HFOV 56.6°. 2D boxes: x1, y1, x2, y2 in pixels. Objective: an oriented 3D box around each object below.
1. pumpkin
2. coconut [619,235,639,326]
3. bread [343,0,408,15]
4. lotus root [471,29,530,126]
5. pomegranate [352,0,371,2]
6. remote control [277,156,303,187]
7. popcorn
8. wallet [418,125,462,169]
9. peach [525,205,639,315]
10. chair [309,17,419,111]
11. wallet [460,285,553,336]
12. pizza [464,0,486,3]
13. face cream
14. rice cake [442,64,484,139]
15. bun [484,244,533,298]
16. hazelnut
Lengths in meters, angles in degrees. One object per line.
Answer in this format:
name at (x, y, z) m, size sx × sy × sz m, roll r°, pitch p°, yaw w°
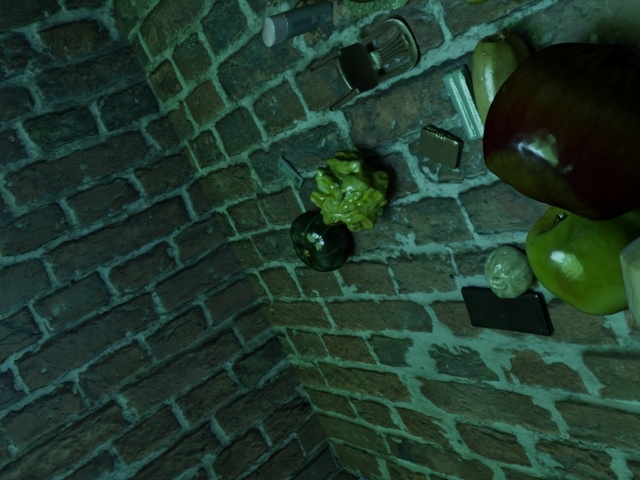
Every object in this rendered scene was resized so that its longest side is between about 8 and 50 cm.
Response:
pumpkin at (0.000, 0.000, 2.632) m, size 0.300 × 0.207 × 0.300 m, roll 32°, pitch 151°, yaw 20°
coconut at (0.822, 0.076, 1.315) m, size 0.328 × 0.328 × 0.329 m, roll 35°, pitch 141°, yaw 34°
bread at (0.157, -0.814, 1.853) m, size 0.286 × 0.056 × 0.208 m, roll 9°, pitch 125°, yaw 50°
lotus root at (0.499, -0.392, 1.617) m, size 0.151 × 0.169 × 0.343 m, roll 12°, pitch 126°, yaw 47°
pomegranate at (0.088, -0.864, 1.692) m, size 0.358 × 0.216 × 0.310 m, roll 46°, pitch 130°, yaw 24°
remote control at (-0.137, -0.313, 2.718) m, size 0.162 × 0.029 × 0.061 m, roll 46°, pitch 149°, yaw 12°
popcorn at (0.105, -0.192, 2.230) m, size 0.312 × 0.312 × 0.312 m, roll 35°, pitch 141°, yaw 34°
wallet at (0.395, -0.309, 1.963) m, size 0.152 × 0.038 × 0.118 m, roll 33°, pitch 143°, yaw 30°
peach at (0.719, 0.043, 1.579) m, size 0.314 × 0.281 × 0.316 m, roll -17°, pitch 109°, yaw 52°
chair at (0.145, -0.575, 1.952) m, size 0.326 × 0.183 × 0.176 m, roll -16°, pitch 104°, yaw 59°
wallet at (0.645, 0.242, 2.078) m, size 0.321 × 0.044 × 0.171 m, roll 0°, pitch 116°, yaw 51°
pizza at (0.379, -0.755, 1.565) m, size 0.181 × 0.034 × 0.262 m, roll 40°, pitch 158°, yaw 29°
face cream at (-0.077, -0.747, 2.031) m, size 0.073 × 0.269 × 0.107 m, roll 45°, pitch 147°, yaw 21°
rice cake at (0.444, -0.412, 1.802) m, size 0.085 × 0.040 × 0.226 m, roll -12°, pitch 106°, yaw 57°
bun at (0.600, 0.107, 1.949) m, size 0.183 × 0.102 × 0.184 m, roll 27°, pitch 125°, yaw 47°
hazelnut at (0.598, -0.244, 1.382) m, size 0.429 × 0.402 × 0.402 m, roll 33°, pitch 142°, yaw 15°
